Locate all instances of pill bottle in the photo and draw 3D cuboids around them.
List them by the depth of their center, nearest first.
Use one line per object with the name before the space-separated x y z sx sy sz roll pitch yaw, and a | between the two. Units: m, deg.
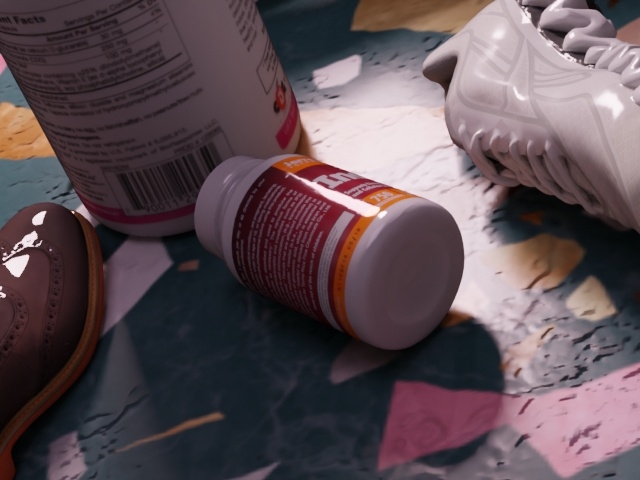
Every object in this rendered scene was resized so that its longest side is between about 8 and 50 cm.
pill bottle | 0.000 0.000 0.901 0.152 0.086 0.086 22 56 42
pill bottle | -0.129 -0.155 0.991 0.160 0.283 0.160 -14 38 11

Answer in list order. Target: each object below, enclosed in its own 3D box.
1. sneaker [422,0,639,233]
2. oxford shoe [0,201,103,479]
sneaker | 0.140 -0.062 0.901 0.118 0.110 0.292 -29 29 5
oxford shoe | -0.201 0.059 0.924 0.097 0.098 0.271 -6 41 21
